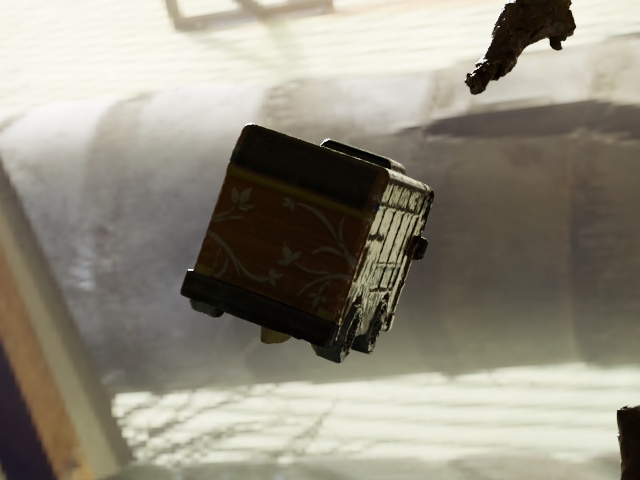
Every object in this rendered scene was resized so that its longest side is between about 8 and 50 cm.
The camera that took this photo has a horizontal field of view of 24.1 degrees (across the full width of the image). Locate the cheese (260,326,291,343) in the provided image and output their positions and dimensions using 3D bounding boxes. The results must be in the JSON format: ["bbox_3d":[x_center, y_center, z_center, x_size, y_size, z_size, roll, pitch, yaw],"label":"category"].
[{"bbox_3d":[-0.061,0.086,1.779,0.030,0.044,0.083,-122,9,-57],"label":"cheese"}]

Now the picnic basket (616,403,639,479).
[{"bbox_3d":[0.532,0.360,1.910,0.254,0.291,0.321,43,-143,-52],"label":"picnic basket"}]

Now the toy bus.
[{"bbox_3d":[0.000,0.000,1.453,0.323,0.161,0.194,3,-75,-78],"label":"toy bus"}]

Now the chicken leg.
[{"bbox_3d":[0.274,-0.273,2.018,0.207,0.101,0.085,-51,-7,-14],"label":"chicken leg"}]
